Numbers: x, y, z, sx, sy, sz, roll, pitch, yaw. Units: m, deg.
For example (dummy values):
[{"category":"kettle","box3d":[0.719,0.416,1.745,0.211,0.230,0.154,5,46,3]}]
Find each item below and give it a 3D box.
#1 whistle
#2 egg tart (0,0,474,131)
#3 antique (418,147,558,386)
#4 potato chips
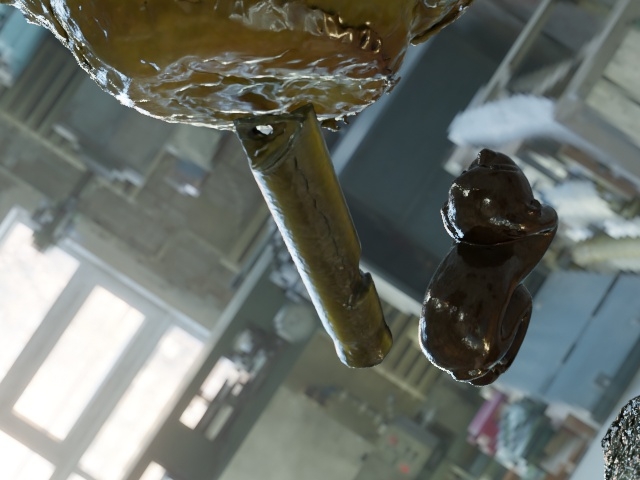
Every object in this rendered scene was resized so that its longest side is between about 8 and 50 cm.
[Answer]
[{"category":"whistle","box3d":[0.000,0.001,1.282,0.068,0.057,0.326,-4,142,15]},{"category":"egg tart","box3d":[-0.067,-0.198,1.230,0.443,0.178,0.443,-1,164,0]},{"category":"antique","box3d":[0.176,0.028,1.651,0.121,0.257,0.143,15,176,22]},{"category":"potato chips","box3d":[0.336,0.277,1.683,0.029,0.220,0.202,19,161,-6]}]
